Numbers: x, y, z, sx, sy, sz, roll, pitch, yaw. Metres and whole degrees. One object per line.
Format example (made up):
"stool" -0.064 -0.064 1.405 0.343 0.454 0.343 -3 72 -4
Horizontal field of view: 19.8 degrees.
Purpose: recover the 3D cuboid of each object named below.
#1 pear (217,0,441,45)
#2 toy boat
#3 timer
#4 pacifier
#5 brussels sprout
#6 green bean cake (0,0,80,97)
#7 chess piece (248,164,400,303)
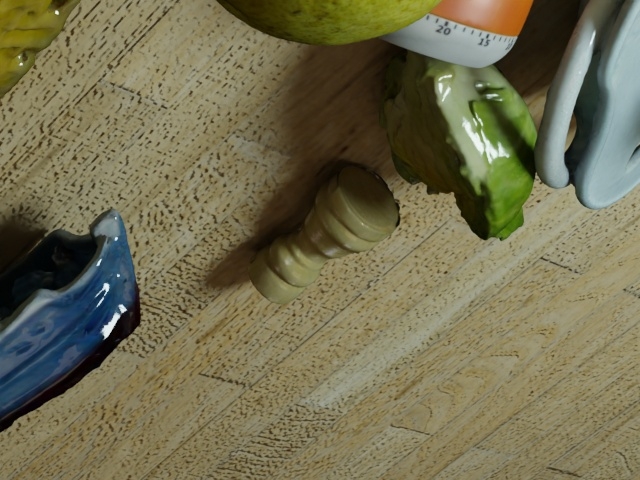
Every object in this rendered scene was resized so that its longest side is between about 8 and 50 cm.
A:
"pear" -0.002 -0.207 1.038 0.197 0.197 0.197 -14 145 -10
"toy boat" -0.265 0.066 1.333 0.309 0.129 0.142 -30 116 14
"timer" 0.084 -0.182 1.188 0.136 0.099 0.136 -16 118 -32
"pacifier" 0.273 -0.107 1.263 0.238 0.225 0.287 -44 153 -32
"brussels sprout" 0.105 -0.076 1.307 0.100 0.139 0.181 -21 143 -13
"green bean cake" -0.253 -0.139 0.996 0.229 0.131 0.224 -44 158 31
"chess piece" 0.000 0.000 1.424 0.066 0.066 0.122 14 138 -40
